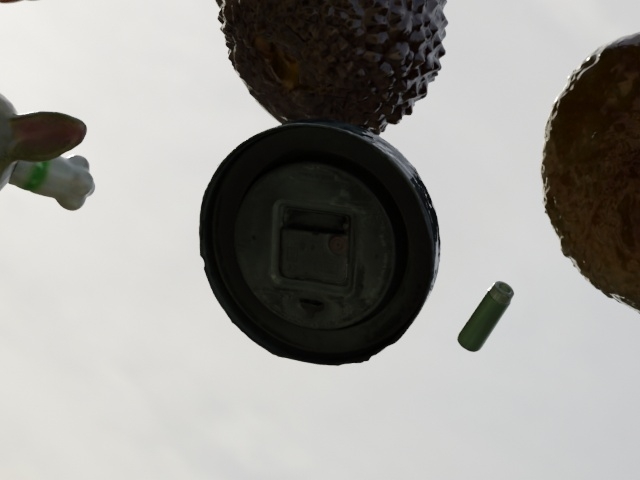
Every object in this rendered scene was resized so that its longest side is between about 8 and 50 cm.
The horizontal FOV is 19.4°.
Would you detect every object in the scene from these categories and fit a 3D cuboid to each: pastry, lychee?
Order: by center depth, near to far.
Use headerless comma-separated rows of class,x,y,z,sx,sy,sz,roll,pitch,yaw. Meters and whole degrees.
pastry,0.365,-0.071,1.938,0.330,0.329,0.136,14,-1,39
lychee,0.023,-0.248,2.000,0.267,0.267,0.267,28,-23,13

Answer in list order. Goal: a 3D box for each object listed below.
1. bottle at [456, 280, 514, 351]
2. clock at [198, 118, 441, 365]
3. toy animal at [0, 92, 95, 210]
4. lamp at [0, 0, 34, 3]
bottle,0.177,0.081,2.003,0.030,0.030,0.083,32,-58,3
clock,0.000,0.000,1.682,0.226,0.049,0.226,6,-72,19
toy animal,-0.385,-0.095,1.825,0.363,0.180,0.181,31,-20,-17
lamp,-0.357,-0.369,2.145,0.164,0.188,0.187,44,-11,40
